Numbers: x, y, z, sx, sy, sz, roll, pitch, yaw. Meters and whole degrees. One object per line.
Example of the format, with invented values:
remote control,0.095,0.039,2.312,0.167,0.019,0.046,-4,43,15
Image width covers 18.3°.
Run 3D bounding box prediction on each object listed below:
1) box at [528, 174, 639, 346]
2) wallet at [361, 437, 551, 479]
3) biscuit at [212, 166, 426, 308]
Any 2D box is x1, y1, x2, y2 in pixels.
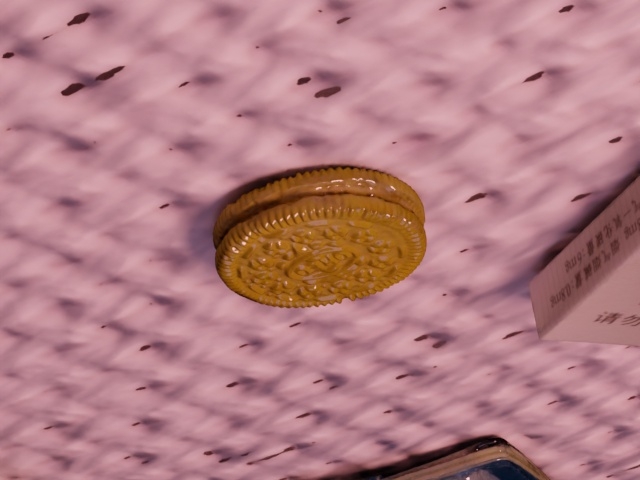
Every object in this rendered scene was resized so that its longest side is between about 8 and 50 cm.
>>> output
box,0.196,-0.021,0.769,0.139,0.035,0.245,6,151,-24
wallet,0.028,0.170,1.074,0.202,0.059,0.141,-16,149,18
biscuit,0.000,0.000,0.774,0.084,0.023,0.084,-6,153,-3
